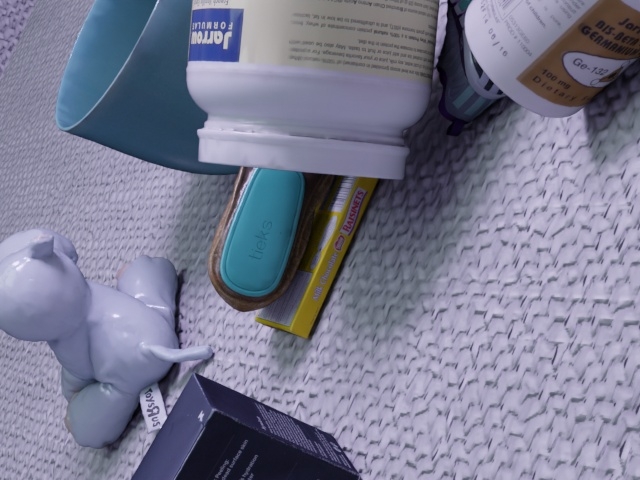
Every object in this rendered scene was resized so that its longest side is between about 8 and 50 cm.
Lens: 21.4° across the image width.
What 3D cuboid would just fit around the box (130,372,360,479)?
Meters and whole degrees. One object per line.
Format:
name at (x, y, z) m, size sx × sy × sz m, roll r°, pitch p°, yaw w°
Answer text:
box at (-0.077, 0.227, 1.515) m, size 0.156 × 0.158 × 0.093 m, roll -59°, pitch 23°, yaw 9°

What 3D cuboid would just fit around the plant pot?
plant pot at (-0.145, -0.213, 2.035) m, size 0.293 × 0.235 × 0.293 m, roll -46°, pitch 29°, yaw 35°

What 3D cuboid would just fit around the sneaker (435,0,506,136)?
sneaker at (0.137, -0.206, 1.624) m, size 0.098 × 0.083 × 0.224 m, roll -48°, pitch 27°, yaw 43°

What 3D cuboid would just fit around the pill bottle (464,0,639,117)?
pill bottle at (0.232, -0.213, 1.356) m, size 0.229 × 0.131 × 0.131 m, roll -44°, pitch 29°, yaw 39°

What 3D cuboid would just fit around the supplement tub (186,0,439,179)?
supplement tub at (-0.004, -0.227, 1.604) m, size 0.235 × 0.235 × 0.325 m, roll -169°, pitch 84°, yaw -67°

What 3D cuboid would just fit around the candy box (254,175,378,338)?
candy box at (0.000, 0.000, 1.763) m, size 0.206 × 0.027 × 0.105 m, roll -65°, pitch 20°, yaw -6°

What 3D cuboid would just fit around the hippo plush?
hippo plush at (-0.306, 0.113, 2.026) m, size 0.234 × 0.236 × 0.294 m, roll -57°, pitch 23°, yaw 14°

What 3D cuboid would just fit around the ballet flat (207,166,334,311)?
ballet flat at (-0.030, -0.083, 1.775) m, size 0.124 × 0.116 × 0.342 m, roll 129°, pitch 160°, yaw -78°
